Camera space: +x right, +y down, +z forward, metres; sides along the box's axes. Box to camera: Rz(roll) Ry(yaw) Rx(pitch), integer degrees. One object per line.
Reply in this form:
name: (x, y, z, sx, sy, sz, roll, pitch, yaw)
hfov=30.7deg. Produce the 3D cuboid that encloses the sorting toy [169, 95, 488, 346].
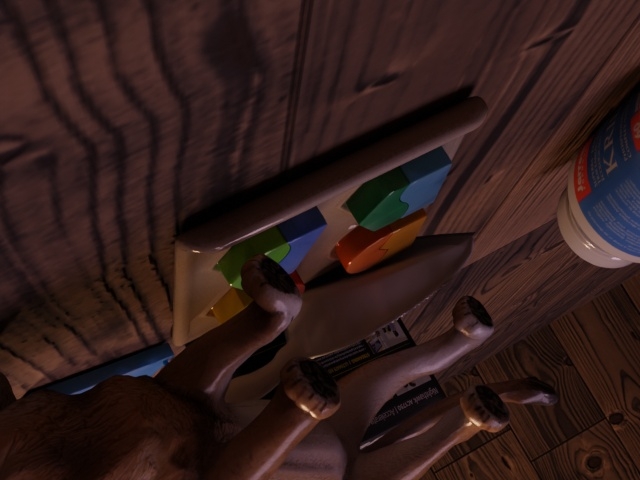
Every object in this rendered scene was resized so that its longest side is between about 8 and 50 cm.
sorting toy: (0.000, 0.000, 0.712, 0.193, 0.038, 0.208, -26, 168, -17)

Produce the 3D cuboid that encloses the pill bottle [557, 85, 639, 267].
pill bottle: (0.272, -0.053, 0.931, 0.124, 0.124, 0.221, -26, 167, -20)

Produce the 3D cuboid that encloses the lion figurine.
lion figurine: (-0.035, 0.132, 0.692, 0.392, 0.142, 0.240, 19, 123, -45)

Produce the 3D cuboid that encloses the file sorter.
file sorter: (-0.170, 0.169, 0.845, 0.118, 0.104, 0.170, -19, 163, -44)

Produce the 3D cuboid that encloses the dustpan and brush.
dustpan and brush: (0.000, 0.060, 0.815, 0.211, 0.060, 0.147, -23, -173, -25)

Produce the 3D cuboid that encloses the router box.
router box: (0.000, 0.100, 0.894, 0.179, 0.133, 0.046, -17, 162, -45)
